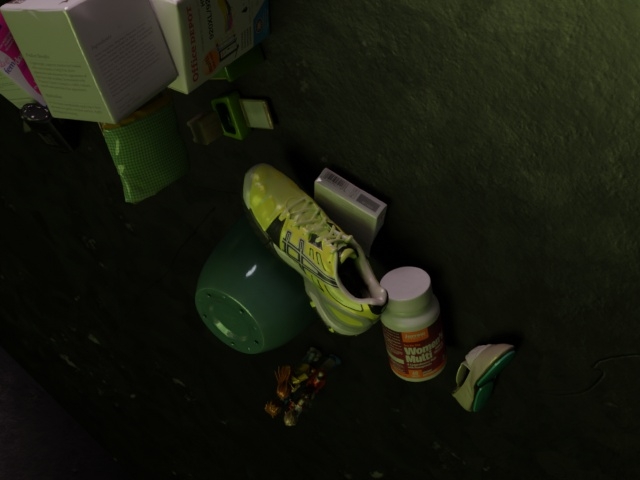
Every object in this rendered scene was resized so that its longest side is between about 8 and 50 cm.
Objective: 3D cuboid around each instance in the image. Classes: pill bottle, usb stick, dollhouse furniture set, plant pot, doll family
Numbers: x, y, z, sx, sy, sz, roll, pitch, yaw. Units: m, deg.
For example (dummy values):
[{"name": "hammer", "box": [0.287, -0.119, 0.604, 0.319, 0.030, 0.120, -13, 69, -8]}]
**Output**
[{"name": "pill bottle", "box": [0.184, 0.168, 1.533, 0.121, 0.121, 0.221, 14, 134, 33]}, {"name": "usb stick", "box": [-0.648, -0.264, 1.826, 0.077, 0.045, 0.278, 7, 170, -5]}, {"name": "dollhouse furniture set", "box": [-0.231, -0.212, 1.387, 0.151, 0.301, 0.197, 10, 130, 39]}, {"name": "plant pot", "box": [-0.128, 0.103, 1.653, 0.293, 0.235, 0.293, 25, 141, 22]}, {"name": "doll family", "box": [-0.066, 0.366, 1.911, 0.118, 0.163, 0.263, 37, 142, 8]}]

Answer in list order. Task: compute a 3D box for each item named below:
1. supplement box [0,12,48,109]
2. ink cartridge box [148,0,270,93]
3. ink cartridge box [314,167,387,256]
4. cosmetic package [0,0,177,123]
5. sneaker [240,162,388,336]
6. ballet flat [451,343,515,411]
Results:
[{"name": "supplement box", "box": [-0.700, -0.402, 1.719, 0.114, 0.111, 0.220, 5, 153, 39]}, {"name": "ink cartridge box", "box": [-0.219, -0.387, 1.264, 0.168, 0.232, 0.171, 25, 140, 22]}, {"name": "ink cartridge box", "box": [0.056, -0.052, 1.517, 0.145, 0.045, 0.179, 32, 160, 13]}, {"name": "cosmetic package", "box": [-0.342, -0.294, 1.145, 0.151, 0.151, 0.183, 12, 134, 32]}, {"name": "sneaker", "box": [0.000, 0.000, 1.459, 0.384, 0.145, 0.147, 51, 143, -1]}, {"name": "ballet flat", "box": [0.320, 0.265, 1.546, 0.086, 0.086, 0.248, 30, 142, 16]}]
